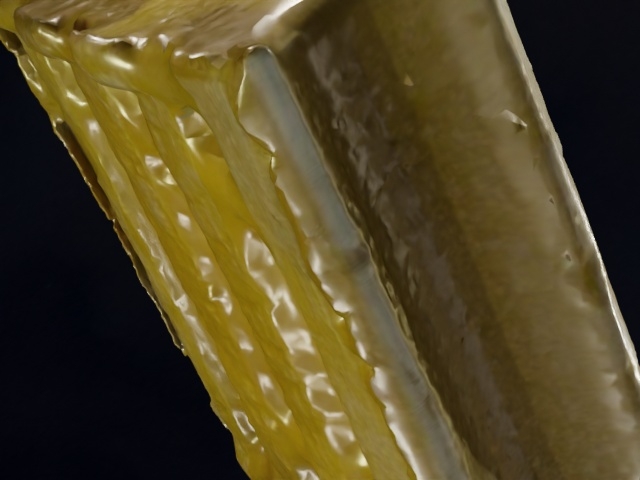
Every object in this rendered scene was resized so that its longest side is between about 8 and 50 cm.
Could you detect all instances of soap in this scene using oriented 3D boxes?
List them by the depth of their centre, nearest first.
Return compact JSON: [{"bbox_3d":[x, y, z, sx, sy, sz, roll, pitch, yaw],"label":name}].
[{"bbox_3d":[0.000,0.000,0.710,0.156,0.293,0.335,-35,-63,-21],"label":"soap"}]
